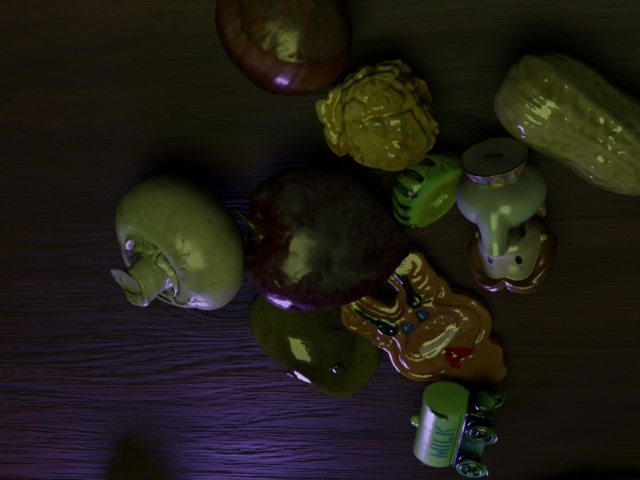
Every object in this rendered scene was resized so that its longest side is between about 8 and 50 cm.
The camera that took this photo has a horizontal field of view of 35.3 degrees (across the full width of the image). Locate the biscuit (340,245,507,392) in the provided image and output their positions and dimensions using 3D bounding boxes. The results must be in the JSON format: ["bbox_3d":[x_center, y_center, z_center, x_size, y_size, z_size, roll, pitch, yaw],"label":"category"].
[{"bbox_3d":[0.189,0.153,1.739,0.334,0.047,0.202,41,114,-20],"label":"biscuit"}]

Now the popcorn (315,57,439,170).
[{"bbox_3d":[0.087,-0.183,1.489,0.170,0.180,0.180,44,132,34],"label":"popcorn"}]

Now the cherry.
[{"bbox_3d":[0.000,0.000,1.588,0.300,0.203,0.230,7,91,-19],"label":"cherry"}]

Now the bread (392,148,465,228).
[{"bbox_3d":[0.167,-0.084,1.572,0.071,0.130,0.139,49,152,29],"label":"bread"}]

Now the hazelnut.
[{"bbox_3d":[-0.054,-0.301,1.434,0.214,0.176,0.214,32,139,32],"label":"hazelnut"}]

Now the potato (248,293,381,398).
[{"bbox_3d":[-0.013,0.194,1.779,0.272,0.111,0.160,39,123,-14],"label":"potato"}]

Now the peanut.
[{"bbox_3d":[0.391,-0.166,1.450,0.313,0.152,0.152,26,123,-15],"label":"peanut"}]

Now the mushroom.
[{"bbox_3d":[-0.242,0.020,1.636,0.246,0.202,0.246,34,151,22],"label":"mushroom"}]

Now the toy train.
[{"bbox_3d":[0.239,0.337,1.806,0.157,0.105,0.253,11,144,7],"label":"toy train"}]

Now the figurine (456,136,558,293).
[{"bbox_3d":[0.290,-0.025,1.543,0.142,0.189,0.263,5,133,31],"label":"figurine"}]

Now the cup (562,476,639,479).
[{"bbox_3d":[0.526,0.554,1.874,0.255,0.173,0.202,-19,119,22],"label":"cup"}]
